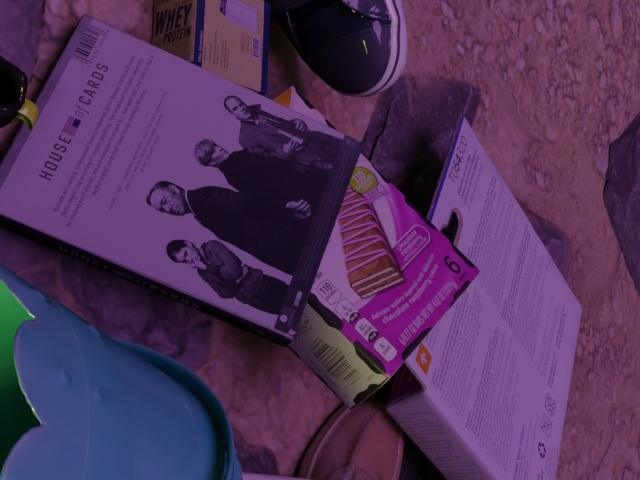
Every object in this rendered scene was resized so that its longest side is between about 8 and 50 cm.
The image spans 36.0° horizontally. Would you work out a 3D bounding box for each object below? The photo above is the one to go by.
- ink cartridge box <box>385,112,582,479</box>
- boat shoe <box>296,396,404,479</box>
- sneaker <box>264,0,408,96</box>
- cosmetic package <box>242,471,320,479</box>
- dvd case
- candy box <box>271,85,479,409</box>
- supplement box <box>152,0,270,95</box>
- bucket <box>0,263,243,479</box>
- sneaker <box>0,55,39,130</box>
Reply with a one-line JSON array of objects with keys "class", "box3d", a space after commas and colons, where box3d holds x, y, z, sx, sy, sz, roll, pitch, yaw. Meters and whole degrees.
[{"class": "ink cartridge box", "box3d": [0.168, 0.090, 1.047, 0.330, 0.071, 0.324, 51, 42, -29]}, {"class": "boat shoe", "box3d": [0.030, 0.261, 0.864, 0.109, 0.098, 0.302, 56, 39, -25]}, {"class": "sneaker", "box3d": [-0.036, -0.268, 0.853, 0.127, 0.126, 0.321, -27, 95, -50]}, {"class": "cosmetic package", "box3d": [-0.049, 0.349, 0.640, 0.197, 0.155, 0.366, 26, 46, -51]}, {"class": "dvd case", "box3d": [-0.102, -0.047, 0.732, 0.238, 0.029, 0.179, 24, 63, -7]}, {"class": "candy box", "box3d": [0.000, 0.000, 0.820, 0.233, 0.071, 0.159, 44, 48, 4]}, {"class": "supplement box", "box3d": [-0.092, -0.167, 0.827, 0.083, 0.056, 0.083, 11, 77, -47]}, {"class": "bucket", "box3d": [-0.186, 0.155, 0.538, 0.183, 0.281, 0.281, 37, 59, -45]}, {"class": "sneaker", "box3d": [-0.270, -0.142, 0.596, 0.234, 0.097, 0.084, 37, 59, -39]}]
